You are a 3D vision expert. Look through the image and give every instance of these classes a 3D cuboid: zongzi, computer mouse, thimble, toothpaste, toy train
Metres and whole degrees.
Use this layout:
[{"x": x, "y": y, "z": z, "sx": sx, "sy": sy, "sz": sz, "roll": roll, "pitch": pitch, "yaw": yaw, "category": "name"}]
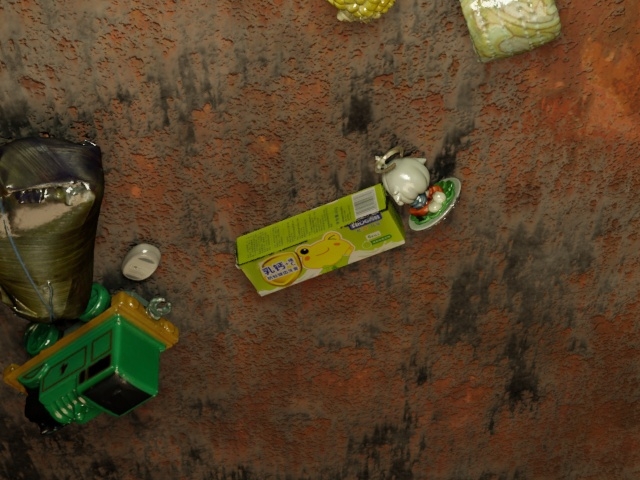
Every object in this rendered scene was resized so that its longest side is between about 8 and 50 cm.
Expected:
[{"x": -0.610, "y": -0.008, "z": 1.996, "sx": 0.432, "sy": 0.208, "sz": 0.403, "roll": -1, "pitch": 137, "yaw": -16, "category": "zongzi"}, {"x": -0.353, "y": 0.038, "z": 2.216, "sx": 0.066, "sy": 0.039, "sz": 0.096, "roll": 21, "pitch": 136, "yaw": -26, "category": "computer mouse"}, {"x": 0.307, "y": -0.368, "z": 1.830, "sx": 0.143, "sy": 0.137, "sz": 0.190, "roll": -17, "pitch": 146, "yaw": 9, "category": "thimble"}, {"x": 0.000, "y": 0.000, "z": 2.200, "sx": 0.327, "sy": 0.077, "sz": 0.110, "roll": -21, "pitch": 136, "yaw": 13, "category": "toothpaste"}, {"x": -0.462, "y": 0.256, "z": 2.269, "sx": 0.429, "sy": 0.249, "sz": 0.178, "roll": -32, "pitch": 131, "yaw": 22, "category": "toy train"}]

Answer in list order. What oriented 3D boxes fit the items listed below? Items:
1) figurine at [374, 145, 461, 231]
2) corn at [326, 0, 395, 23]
[{"x": 0.171, "y": -0.110, "z": 2.099, "sx": 0.132, "sy": 0.132, "sz": 0.154, "roll": -37, "pitch": 115, "yaw": 26, "category": "figurine"}, {"x": 0.103, "y": -0.474, "z": 1.702, "sx": 0.130, "sy": 0.130, "sz": 0.347, "roll": 12, "pitch": 129, "yaw": -20, "category": "corn"}]
